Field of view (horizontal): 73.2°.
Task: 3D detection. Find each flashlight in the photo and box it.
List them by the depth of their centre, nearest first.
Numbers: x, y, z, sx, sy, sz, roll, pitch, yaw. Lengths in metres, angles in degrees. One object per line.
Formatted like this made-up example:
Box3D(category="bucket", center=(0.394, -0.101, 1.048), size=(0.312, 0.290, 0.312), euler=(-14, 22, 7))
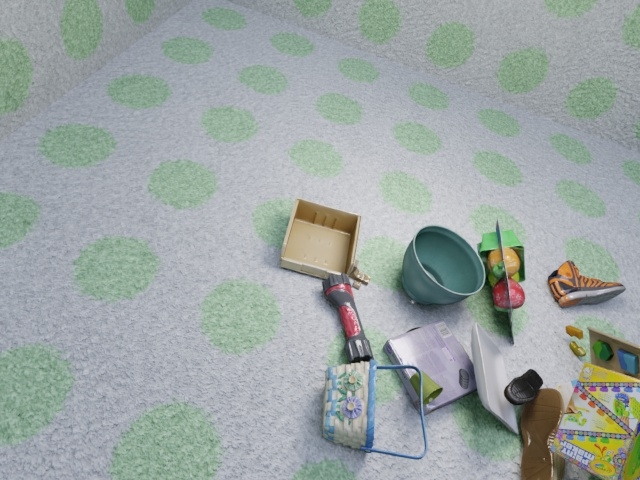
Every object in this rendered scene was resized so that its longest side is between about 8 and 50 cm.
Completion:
Box3D(category="flashlight", center=(0.087, 0.260, 1.450), size=(0.103, 0.103, 0.304), euler=(-18, 56, 4))

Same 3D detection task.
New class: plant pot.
Box3D(category="plant pot", center=(0.313, 0.441, 1.305), size=(0.083, 0.083, 0.079), euler=(-16, 46, -26))
Box3D(category="plant pot", center=(0.418, 0.118, 1.577), size=(0.292, 0.196, 0.293), euler=(14, 49, -16))

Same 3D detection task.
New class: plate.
Box3D(category="plate", center=(0.547, 0.442, 1.379), size=(0.278, 0.045, 0.277), euler=(44, 38, -38))

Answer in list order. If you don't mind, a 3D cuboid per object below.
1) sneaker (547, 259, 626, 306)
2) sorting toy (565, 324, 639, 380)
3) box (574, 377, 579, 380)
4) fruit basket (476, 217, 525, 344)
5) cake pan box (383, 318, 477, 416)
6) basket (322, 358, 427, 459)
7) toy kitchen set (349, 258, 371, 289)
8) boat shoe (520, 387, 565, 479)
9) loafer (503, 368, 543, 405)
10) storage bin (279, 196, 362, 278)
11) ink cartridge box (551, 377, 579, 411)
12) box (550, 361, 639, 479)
Box3D(category="sneaker", center=(1.093, 0.164, 1.785), size=(0.320, 0.125, 0.180), euler=(-2, 54, -17))
Box3D(category="sorting toy", center=(0.978, 0.416, 1.489), size=(0.041, 0.307, 0.229), euler=(-18, 103, -13))
Box3D(category="box", center=(0.950, 0.570, 1.450), size=(0.058, 0.087, 0.232), euler=(2, 53, -11))
Box3D(category="fruit basket", center=(0.668, 0.150, 1.590), size=(0.165, 0.327, 0.353), euler=(-4, 50, 24))
Box3D(category="cake pan box", center=(0.371, 0.408, 1.431), size=(0.245, 0.070, 0.267), euler=(-14, 57, -27))
Box3D(category="basket", center=(0.151, 0.476, 1.226), size=(0.288, 0.201, 0.255), euler=(4, 50, 0))
Box3D(category="toy kitchen set", center=(0.144, 0.130, 1.582), size=(0.083, 0.075, 0.068), euler=(25, 51, 5))
Box3D(category="boat shoe", center=(0.695, 0.623, 1.333), size=(0.110, 0.121, 0.341), euler=(51, 50, -22))
Box3D(category="loafer", center=(0.655, 0.490, 1.406), size=(0.220, 0.078, 0.080), euler=(-3, 48, -44))
Box3D(category="storage bin", center=(0.000, 0.000, 1.615), size=(0.262, 0.123, 0.261), euler=(16, 50, -4))
Box3D(category="ink cartridge box", center=(0.831, 0.529, 1.421), size=(0.089, 0.143, 0.092), euler=(19, 48, -23))
Box3D(category="box", center=(0.855, 0.553, 1.234), size=(0.290, 0.177, 0.279), euler=(34, 79, -28))
